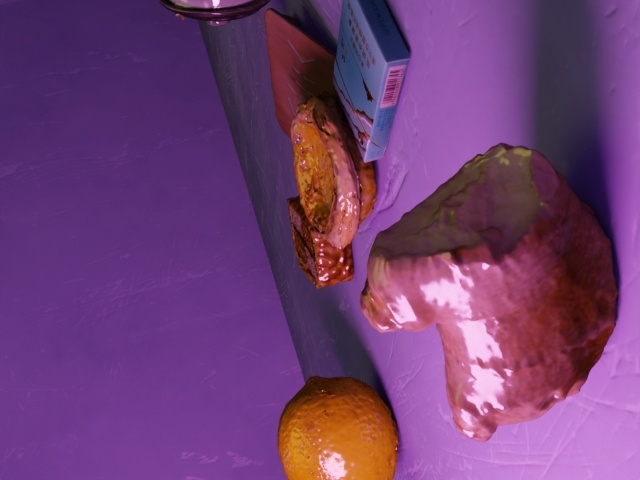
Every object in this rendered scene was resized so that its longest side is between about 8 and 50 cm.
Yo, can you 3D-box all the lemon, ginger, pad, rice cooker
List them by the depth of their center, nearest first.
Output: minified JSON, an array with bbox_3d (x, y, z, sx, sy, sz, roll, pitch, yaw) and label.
[{"bbox_3d":[0.141,0.050,0.561,0.130,0.221,0.276,-140,45,-57],"label":"ginger"},{"bbox_3d":[-0.024,-0.272,1.284,0.286,0.018,0.284,48,154,39],"label":"pad"},{"bbox_3d":[0.040,0.438,1.416,0.258,0.257,0.310,156,103,-79],"label":"lemon"},{"bbox_3d":[-0.233,-0.613,1.437,0.316,0.264,0.317,15,-90,-73],"label":"rice cooker"}]

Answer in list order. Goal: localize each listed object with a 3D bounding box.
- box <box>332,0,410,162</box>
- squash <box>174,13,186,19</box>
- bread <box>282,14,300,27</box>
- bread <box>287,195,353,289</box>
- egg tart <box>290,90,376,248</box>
[{"bbox_3d":[0.066,-0.241,0.960,0.229,0.041,0.162,99,155,-64],"label":"box"},{"bbox_3d":[-0.271,-0.617,1.715,0.094,0.224,0.094,158,90,-79],"label":"squash"},{"bbox_3d":[-0.070,-0.425,1.366,0.110,0.060,0.066,-115,28,-55],"label":"bread"},{"bbox_3d":[0.000,0.000,1.467,0.222,0.096,0.182,-128,26,-60],"label":"bread"},{"bbox_3d":[0.030,-0.118,1.155,0.291,0.107,0.291,169,90,-76],"label":"egg tart"}]
